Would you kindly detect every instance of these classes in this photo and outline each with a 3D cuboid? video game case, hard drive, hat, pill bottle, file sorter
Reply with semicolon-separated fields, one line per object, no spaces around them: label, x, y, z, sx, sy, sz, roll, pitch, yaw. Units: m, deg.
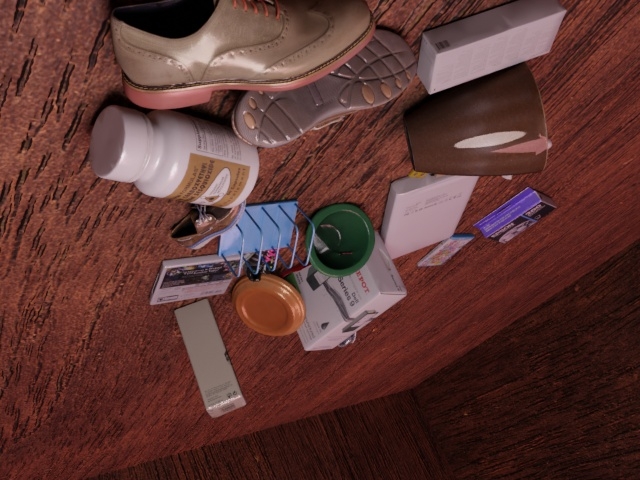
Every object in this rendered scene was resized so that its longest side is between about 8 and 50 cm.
video game case;0.401;0.032;1.869;0.119;0.015;0.166;-1;146;-40
hard drive;0.273;-0.074;1.515;0.233;0.047;0.353;-20;154;-11
video game case;-0.291;0.088;1.361;0.190;0.022;0.173;-6;150;-32
hat;0.000;0.000;1.420;0.208;0.173;0.183;-18;-170;-23
pill bottle;-0.217;-0.126;0.883;0.229;0.131;0.131;7;140;-48
file sorter;-0.111;-0.002;1.207;0.170;0.104;0.118;-9;129;-31

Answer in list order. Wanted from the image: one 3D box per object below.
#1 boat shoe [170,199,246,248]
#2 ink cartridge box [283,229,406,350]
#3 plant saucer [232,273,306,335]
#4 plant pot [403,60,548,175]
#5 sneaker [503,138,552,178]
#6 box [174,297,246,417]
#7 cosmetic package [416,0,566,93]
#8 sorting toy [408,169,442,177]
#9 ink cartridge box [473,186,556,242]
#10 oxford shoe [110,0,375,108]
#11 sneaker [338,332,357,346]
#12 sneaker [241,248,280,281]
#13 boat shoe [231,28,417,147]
boat shoe;-0.219;-0.040;1.124;0.183;0.066;0.066;-39;150;27
ink cartridge box;0.050;0.123;1.511;0.121;0.211;0.289;7;140;-47
plant saucer;-0.136;0.172;1.485;0.200;0.200;0.037;-44;-169;36
plant pot;0.282;-0.208;1.113;0.230;0.215;0.215;-13;156;7
sneaker;0.517;-0.202;1.468;0.152;0.061;0.054;-28;153;5
box;-0.279;0.296;1.474;0.094;0.275;0.113;-20;156;-11
cosmetic package;0.287;-0.339;0.998;0.239;0.060;0.099;-20;153;-8
sorting toy;0.316;-0.207;1.296;0.274;0.046;0.132;-15;153;-20
ink cartridge box;0.607;-0.074;1.815;0.206;0.045;0.208;-39;150;29
oxford shoe;-0.088;-0.268;0.739;0.348;0.123;0.130;-20;149;-12
sneaker;0.025;0.283;1.861;0.101;0.153;0.268;-3;148;-37
sneaker;-0.122;0.038;1.348;0.063;0.075;0.170;7;140;-48
boat shoe;0.002;-0.237;0.910;0.324;0.123;0.116;-25;-170;-20
